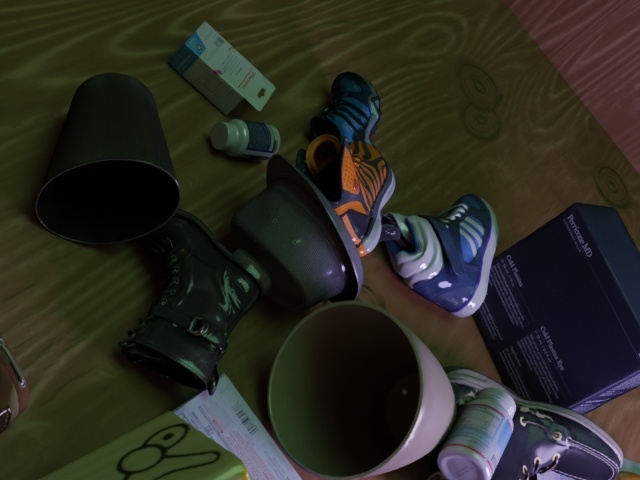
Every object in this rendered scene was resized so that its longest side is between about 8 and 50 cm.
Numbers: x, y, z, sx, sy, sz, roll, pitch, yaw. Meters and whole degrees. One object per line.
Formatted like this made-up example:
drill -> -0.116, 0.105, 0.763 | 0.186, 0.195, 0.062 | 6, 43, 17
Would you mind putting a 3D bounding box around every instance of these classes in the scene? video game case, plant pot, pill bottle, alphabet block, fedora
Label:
video game case -> -0.133, 0.345, 1.295 | 0.269, 0.061, 0.244 | 54, 34, 3
plant pot -> 0.097, 0.246, 1.511 | 0.274, 0.256, 0.256 | 27, 39, -56
pill bottle -> 0.253, 0.310, 1.556 | 0.087, 0.087, 0.160 | 47, 45, -6
pill bottle -> -0.135, -0.180, 1.745 | 0.120, 0.067, 0.067 | 3, 58, -47
alphabet block -> -0.181, 0.329, 1.050 | 0.197, 0.192, 0.193 | -25, 113, -27
fedora -> -0.055, 0.009, 1.583 | 0.124, 0.244, 0.275 | -31, 71, -23

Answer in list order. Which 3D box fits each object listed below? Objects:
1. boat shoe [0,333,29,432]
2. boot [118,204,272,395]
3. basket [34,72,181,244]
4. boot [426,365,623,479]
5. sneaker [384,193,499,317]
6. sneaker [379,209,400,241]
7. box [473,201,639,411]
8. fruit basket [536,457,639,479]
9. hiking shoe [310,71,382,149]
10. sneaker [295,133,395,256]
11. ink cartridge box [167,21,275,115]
boat shoe -> -0.448, 0.086, 1.142 | 0.120, 0.122, 0.324 | -24, 86, -59
boot -> -0.213, 0.079, 1.393 | 0.263, 0.091, 0.229 | 28, 50, 10
basket -> -0.305, -0.130, 1.436 | 0.227, 0.204, 0.154 | -98, 173, -45
boot -> 0.338, 0.399, 1.665 | 0.377, 0.138, 0.284 | 28, 41, -8
sneaker -> 0.231, -0.023, 1.953 | 0.236, 0.130, 0.323 | 37, 43, -26
sneaker -> 0.064, -0.012, 1.805 | 0.170, 0.089, 0.051 | -21, 51, -9
box -> 0.498, 0.152, 1.939 | 0.179, 0.312, 0.343 | 2, 58, -47
fruit basket -> 0.539, 0.536, 1.824 | 0.353, 0.165, 0.327 | 19, 44, -15
hiking shoe -> 0.044, -0.239, 1.952 | 0.132, 0.113, 0.304 | 26, 43, -32
sneaker -> 0.044, -0.125, 1.692 | 0.321, 0.124, 0.180 | -86, 156, -55
ink cartridge box -> -0.179, -0.304, 1.808 | 0.181, 0.061, 0.104 | 42, 37, -13
